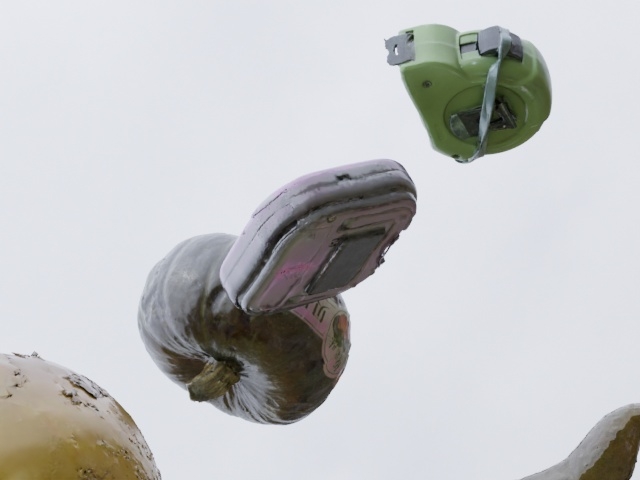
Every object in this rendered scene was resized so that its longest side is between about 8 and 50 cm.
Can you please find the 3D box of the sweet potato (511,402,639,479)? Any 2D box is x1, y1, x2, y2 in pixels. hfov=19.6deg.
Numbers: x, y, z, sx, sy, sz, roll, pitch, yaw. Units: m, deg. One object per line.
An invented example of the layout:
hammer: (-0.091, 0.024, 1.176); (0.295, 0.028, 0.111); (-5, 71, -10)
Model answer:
sweet potato: (0.166, 0.203, 1.452); (0.233, 0.081, 0.062); (-30, -49, 11)

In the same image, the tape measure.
tape measure: (0.187, -0.172, 2.202); (0.175, 0.106, 0.200); (-12, -45, 13)

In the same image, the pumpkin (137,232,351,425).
pumpkin: (-0.095, 0.114, 2.143); (0.260, 0.260, 0.189); (91, -157, -50)

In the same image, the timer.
timer: (0.000, 0.000, 1.929); (0.191, 0.069, 0.208); (-14, -29, -33)

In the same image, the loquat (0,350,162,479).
loquat: (-0.215, 0.190, 1.242); (0.235, 0.235, 0.235); (-34, -32, -25)
